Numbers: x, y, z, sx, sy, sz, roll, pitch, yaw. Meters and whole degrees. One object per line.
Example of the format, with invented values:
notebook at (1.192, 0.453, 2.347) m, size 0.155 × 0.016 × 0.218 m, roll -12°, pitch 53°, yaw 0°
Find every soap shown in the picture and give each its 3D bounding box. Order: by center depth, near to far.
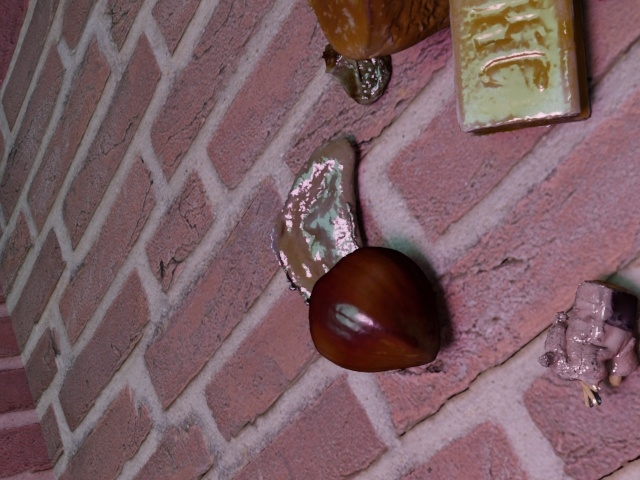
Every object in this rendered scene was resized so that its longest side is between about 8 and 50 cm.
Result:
soap at (0.251, -0.274, 0.954) m, size 0.160 × 0.080 × 0.258 m, roll -6°, pitch 89°, yaw 30°

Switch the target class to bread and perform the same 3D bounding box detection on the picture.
bread at (0.093, -0.376, 1.035) m, size 0.176 × 0.246 × 0.196 m, roll 26°, pitch 136°, yaw 42°

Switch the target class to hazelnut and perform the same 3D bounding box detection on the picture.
hazelnut at (0.090, 0.117, 1.103) m, size 0.208 × 0.208 × 0.208 m, roll 3°, pitch 94°, yaw 48°

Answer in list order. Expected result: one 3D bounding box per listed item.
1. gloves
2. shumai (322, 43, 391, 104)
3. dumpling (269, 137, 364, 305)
gloves at (0.327, 0.118, 0.897) m, size 0.144 × 0.110 × 0.094 m, roll -57°, pitch 37°, yaw -5°
shumai at (0.051, -0.283, 1.199) m, size 0.099 × 0.087 × 0.124 m, roll -44°, pitch 61°, yaw 39°
dumpling at (0.004, 0.000, 1.266) m, size 0.166 × 0.086 × 0.332 m, roll -7°, pitch 85°, yaw 16°
